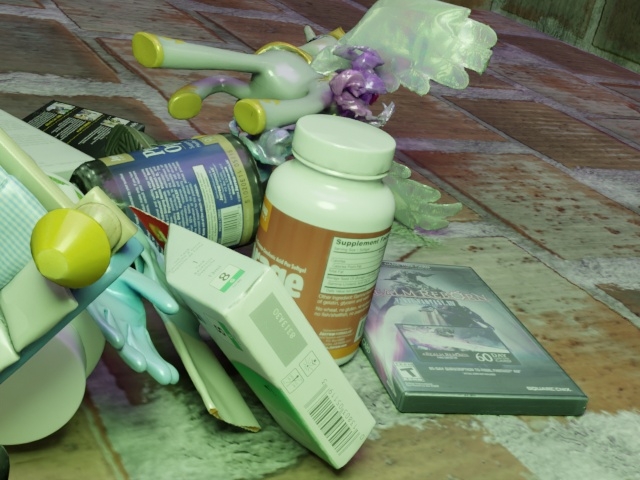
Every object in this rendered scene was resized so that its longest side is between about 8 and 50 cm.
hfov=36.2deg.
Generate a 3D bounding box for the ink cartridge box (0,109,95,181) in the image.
[{"bbox_3d":[-0.471,-0.088,1.032,0.385,0.091,0.308,25,25,32],"label":"ink cartridge box"}]

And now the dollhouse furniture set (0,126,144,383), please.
[{"bbox_3d":[-0.302,0.006,0.517,0.286,0.303,0.198,49,21,-9],"label":"dollhouse furniture set"}]

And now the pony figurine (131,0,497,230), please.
[{"bbox_3d":[0.004,-0.176,1.208,0.351,0.303,0.363,35,37,31],"label":"pony figurine"}]

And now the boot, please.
[{"bbox_3d":[-0.140,-0.070,1.195,0.208,0.076,0.190,11,38,-49],"label":"boot"}]

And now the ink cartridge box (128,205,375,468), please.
[{"bbox_3d":[-0.073,0.071,0.787,0.056,0.181,0.224,-46,35,-20],"label":"ink cartridge box"}]

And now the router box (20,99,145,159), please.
[{"bbox_3d":[-0.312,-0.122,1.239,0.133,0.046,0.179,15,23,2],"label":"router box"}]

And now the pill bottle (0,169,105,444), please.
[{"bbox_3d":[-0.239,0.046,0.771,0.136,0.136,0.246,6,24,-17],"label":"pill bottle"}]

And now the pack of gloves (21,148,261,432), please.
[{"bbox_3d":[-0.132,0.031,0.773,0.232,0.046,0.195,55,9,32],"label":"pack of gloves"}]

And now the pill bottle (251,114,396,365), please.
[{"bbox_3d":[0.000,0.000,0.908,0.121,0.216,0.121,11,22,-5],"label":"pill bottle"}]

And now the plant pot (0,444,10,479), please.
[{"bbox_3d":[-0.253,0.169,0.371,0.188,0.187,0.167,14,10,1],"label":"plant pot"}]

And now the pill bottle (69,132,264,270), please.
[{"bbox_3d":[-0.175,-0.029,0.978,0.219,0.123,0.123,-15,34,-27],"label":"pill bottle"}]

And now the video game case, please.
[{"bbox_3d":[0.124,0.092,1.014,0.196,0.026,0.274,5,25,-20],"label":"video game case"}]
